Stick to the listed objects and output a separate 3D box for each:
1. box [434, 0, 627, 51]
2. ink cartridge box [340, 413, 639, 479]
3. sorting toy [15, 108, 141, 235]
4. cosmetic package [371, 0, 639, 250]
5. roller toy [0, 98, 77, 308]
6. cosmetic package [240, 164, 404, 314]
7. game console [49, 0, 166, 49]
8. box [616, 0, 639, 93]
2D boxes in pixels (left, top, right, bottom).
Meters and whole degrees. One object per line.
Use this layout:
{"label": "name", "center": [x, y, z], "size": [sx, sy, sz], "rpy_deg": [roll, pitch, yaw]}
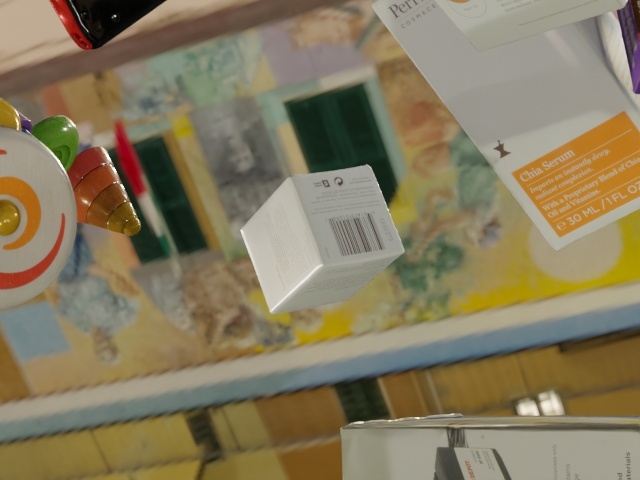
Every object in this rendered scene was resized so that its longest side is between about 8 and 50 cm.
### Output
{"label": "box", "center": [0.176, -0.400, 1.450], "size": [0.215, 0.345, 0.168], "rpy_deg": [-10, -136, 48]}
{"label": "ink cartridge box", "center": [0.204, 0.223, 1.202], "size": [0.307, 0.129, 0.223], "rpy_deg": [-6, 173, 40]}
{"label": "sorting toy", "center": [-0.328, -0.075, 1.787], "size": [0.127, 0.126, 0.365], "rpy_deg": [-51, 164, -2]}
{"label": "cosmetic package", "center": [0.306, -0.235, 1.872], "size": [0.230, 0.453, 0.161], "rpy_deg": [-30, -163, 32]}
{"label": "roller toy", "center": [-0.360, -0.026, 1.408], "size": [0.146, 0.191, 0.209], "rpy_deg": [1, -132, 48]}
{"label": "cosmetic package", "center": [0.000, 0.000, 2.017], "size": [0.151, 0.151, 0.183], "rpy_deg": [-9, 159, -34]}
{"label": "game console", "center": [-0.281, -0.496, 1.861], "size": [0.060, 0.342, 0.386], "rpy_deg": [0, -146, 45]}
{"label": "box", "center": [0.554, -0.284, 1.809], "size": [0.293, 0.057, 0.201], "rpy_deg": [1, -126, -6]}
